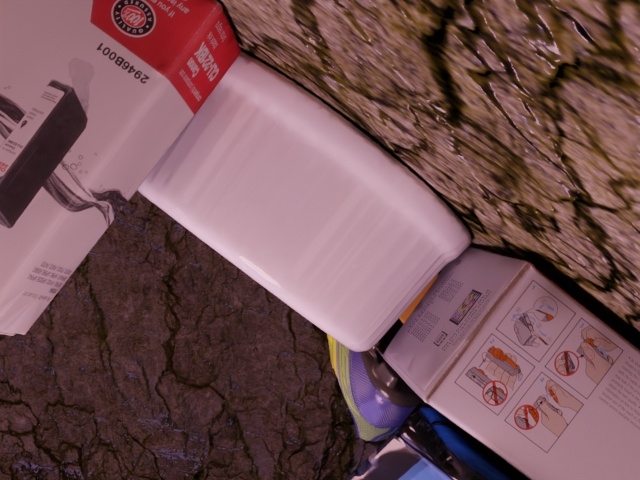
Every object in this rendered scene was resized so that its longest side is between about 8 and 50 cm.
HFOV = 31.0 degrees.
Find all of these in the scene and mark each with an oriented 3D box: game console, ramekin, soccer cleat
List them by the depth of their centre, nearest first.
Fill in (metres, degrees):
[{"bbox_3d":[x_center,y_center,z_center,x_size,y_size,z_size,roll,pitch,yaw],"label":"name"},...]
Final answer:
[{"bbox_3d":[0.151,0.288,0.935,0.293,0.173,0.250,37,-179,-5],"label":"game console"},{"bbox_3d":[-0.024,-0.029,0.964,0.277,0.135,0.277,37,177,3],"label":"ramekin"},{"bbox_3d":[0.029,0.071,1.183,0.093,0.121,0.289,5,-133,-28],"label":"soccer cleat"}]

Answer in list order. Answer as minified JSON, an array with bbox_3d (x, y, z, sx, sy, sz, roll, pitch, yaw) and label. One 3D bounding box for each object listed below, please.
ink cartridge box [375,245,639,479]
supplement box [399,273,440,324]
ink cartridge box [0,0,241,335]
[{"bbox_3d":[0.214,0.146,0.954,0.309,0.130,0.272,37,179,-7],"label":"ink cartridge box"},{"bbox_3d":[0.048,0.013,1.351,0.233,0.078,0.080,39,179,-30],"label":"supplement box"},{"bbox_3d":[-0.218,-0.096,0.811,0.197,0.273,0.114,36,177,6],"label":"ink cartridge box"}]
